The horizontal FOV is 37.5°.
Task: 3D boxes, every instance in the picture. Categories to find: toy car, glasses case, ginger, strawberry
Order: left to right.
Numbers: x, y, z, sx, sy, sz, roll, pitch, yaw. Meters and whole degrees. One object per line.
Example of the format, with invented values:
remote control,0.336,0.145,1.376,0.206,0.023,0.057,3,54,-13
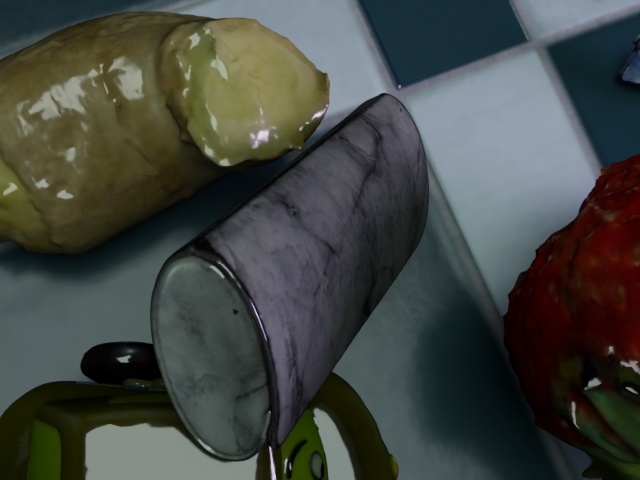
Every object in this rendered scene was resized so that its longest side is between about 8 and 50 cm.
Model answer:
ginger,-0.127,-0.080,0.625,0.267,0.152,0.138,-21,108,5
toy car,-0.074,0.152,0.548,0.248,0.198,0.204,1,76,-9
glasses case,0.000,0.000,0.554,0.060,0.299,0.114,-3,111,22
strawberry,0.254,0.046,0.615,0.257,0.257,0.276,23,40,-3

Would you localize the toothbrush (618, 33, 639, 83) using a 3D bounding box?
toothbrush,0.435,-0.066,0.758,0.418,0.042,0.040,23,114,-3
